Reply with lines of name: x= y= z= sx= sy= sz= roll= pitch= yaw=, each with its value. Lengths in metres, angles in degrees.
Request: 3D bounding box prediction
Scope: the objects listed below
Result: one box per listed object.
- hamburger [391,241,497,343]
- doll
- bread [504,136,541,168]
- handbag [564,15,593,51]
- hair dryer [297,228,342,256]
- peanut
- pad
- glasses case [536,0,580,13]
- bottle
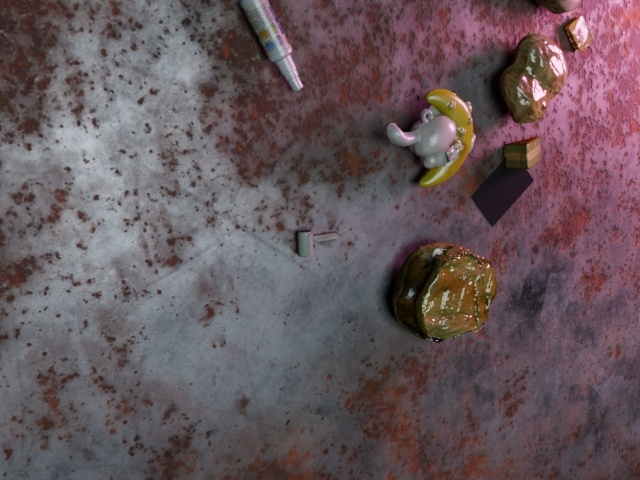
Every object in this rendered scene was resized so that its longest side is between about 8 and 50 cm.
hamburger: x=0.324 y=0.140 z=1.534 sx=0.285 sy=0.134 sz=0.265 roll=20 pitch=87 yaw=-34
doll: x=0.285 y=-0.258 z=1.431 sx=0.252 sy=0.111 sz=0.237 roll=-40 pitch=132 yaw=-12
bread: x=0.588 y=-0.243 z=1.589 sx=0.139 sy=0.084 sz=0.073 roll=-14 pitch=105 yaw=-25
handbag: x=0.719 y=-0.575 z=1.606 sx=0.061 sy=0.027 sz=0.083 roll=-45 pitch=114 yaw=-8
hair dryer: x=0.000 y=0.000 z=1.401 sx=0.124 sy=0.038 sz=0.063 roll=-10 pitch=108 yaw=-31
peanut: x=0.561 y=-0.420 z=1.521 sx=0.197 sy=0.110 sz=0.233 roll=35 pitch=86 yaw=-33
pad: x=0.515 y=-0.147 z=1.626 sx=0.190 sy=0.004 sz=0.127 roll=-47 pitch=117 yaw=-8
glasses case: x=0.520 y=-0.712 z=1.418 sx=0.426 sy=0.098 sz=0.156 roll=19 pitch=86 yaw=-35
bottle: x=-0.099 y=-0.420 z=1.232 sx=0.060 sy=0.060 sz=0.217 roll=-35 pitch=114 yaw=-15
